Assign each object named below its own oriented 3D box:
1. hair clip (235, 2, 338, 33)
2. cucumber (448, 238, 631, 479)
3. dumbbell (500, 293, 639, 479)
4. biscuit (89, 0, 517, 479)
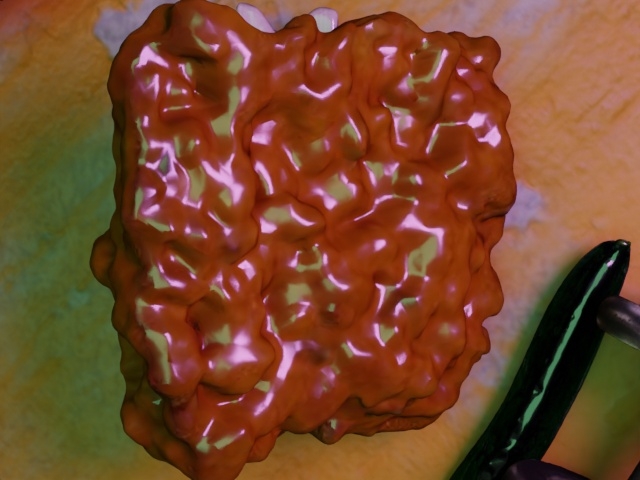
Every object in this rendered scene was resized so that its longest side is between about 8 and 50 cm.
[{"bbox_3d":[-0.037,-0.017,0.850,0.101,0.085,0.331,5,93,4],"label":"hair clip"},{"bbox_3d":[0.165,0.123,0.833,0.056,0.056,0.284,30,101,9],"label":"cucumber"},{"bbox_3d":[0.244,0.150,0.742,0.192,0.192,0.290,28,96,9],"label":"dumbbell"},{"bbox_3d":[0.000,0.000,0.756,0.312,0.110,0.318,-4,97,-31],"label":"biscuit"}]
